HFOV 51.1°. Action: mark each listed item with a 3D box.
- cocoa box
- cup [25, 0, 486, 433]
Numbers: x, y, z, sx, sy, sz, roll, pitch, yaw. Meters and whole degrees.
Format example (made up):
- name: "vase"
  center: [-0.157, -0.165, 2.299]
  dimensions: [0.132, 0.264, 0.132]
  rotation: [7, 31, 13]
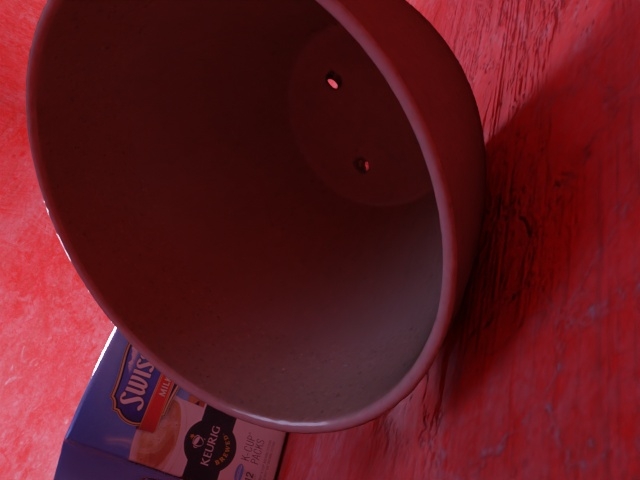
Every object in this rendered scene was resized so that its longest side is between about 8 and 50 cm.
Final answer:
- name: "cocoa box"
  center: [-0.196, 0.246, 0.876]
  dimensions: [0.347, 0.228, 0.231]
  rotation: [125, 165, -50]
- name: "cup"
  center: [-0.012, -0.064, 0.504]
  dimensions: [0.237, 0.331, 0.331]
  rotation: [-39, -14, -48]
